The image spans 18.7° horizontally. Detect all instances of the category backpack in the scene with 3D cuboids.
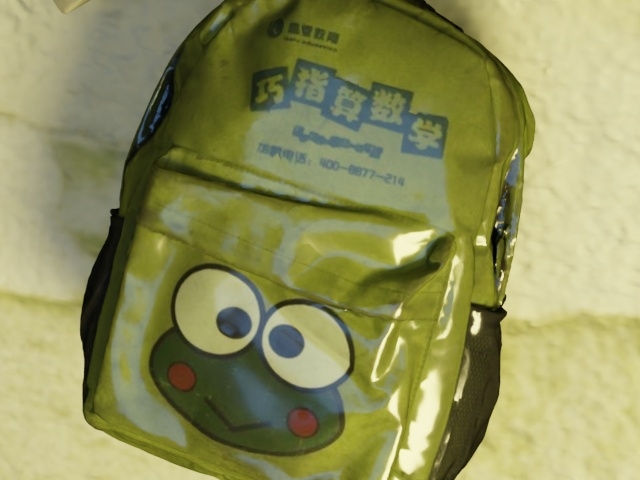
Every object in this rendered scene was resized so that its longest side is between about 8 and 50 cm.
[{"bbox_3d":[0.000,0.000,0.927,0.207,0.140,0.253,17,102,11],"label":"backpack"}]

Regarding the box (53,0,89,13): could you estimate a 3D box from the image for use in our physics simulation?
[{"bbox_3d":[-0.091,-0.212,0.859,0.155,0.067,0.243,58,150,-3],"label":"box"}]
